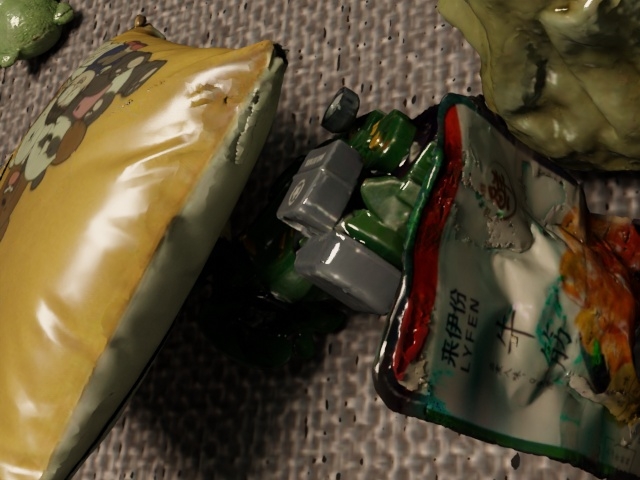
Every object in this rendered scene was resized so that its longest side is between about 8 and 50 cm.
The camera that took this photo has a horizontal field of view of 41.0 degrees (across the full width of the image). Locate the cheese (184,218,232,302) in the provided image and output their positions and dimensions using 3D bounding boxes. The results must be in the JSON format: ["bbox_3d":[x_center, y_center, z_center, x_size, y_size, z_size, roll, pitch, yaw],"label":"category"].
[{"bbox_3d":[-0.181,-0.039,0.759,0.127,0.054,0.251,-48,56,1],"label":"cheese"}]

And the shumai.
[{"bbox_3d":[0.167,-0.159,0.482,0.189,0.218,0.255,33,112,39],"label":"shumai"}]

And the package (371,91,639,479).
[{"bbox_3d":[0.129,0.037,0.457,0.040,0.232,0.166,-7,62,48],"label":"package"}]

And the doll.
[{"bbox_3d":[-0.333,-0.243,0.916,0.115,0.077,0.150,-48,44,-7],"label":"doll"}]

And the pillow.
[{"bbox_3d":[-0.158,-0.013,0.594,0.312,0.119,0.310,-61,33,2],"label":"pillow"}]

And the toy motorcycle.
[{"bbox_3d":[0.000,0.000,0.553,0.187,0.125,0.275,-61,14,-10],"label":"toy motorcycle"}]
